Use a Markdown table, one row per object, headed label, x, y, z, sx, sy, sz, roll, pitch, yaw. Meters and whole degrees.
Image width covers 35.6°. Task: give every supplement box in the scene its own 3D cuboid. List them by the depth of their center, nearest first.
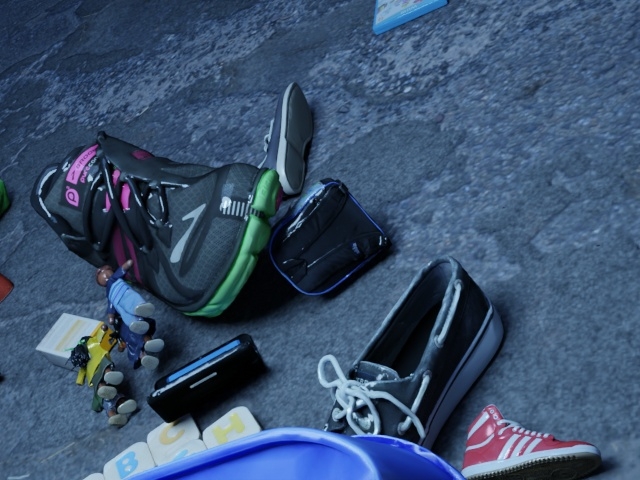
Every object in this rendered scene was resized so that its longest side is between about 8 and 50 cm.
| label | x | y | z | sx | sy | sz | roll | pitch | yaw |
| --- | --- | --- | --- | --- | --- | --- | --- | --- | --- |
| supplement box | -0.313 | 0.133 | 1.284 | 0.098 | 0.036 | 0.062 | 6 | 53 | 46 |

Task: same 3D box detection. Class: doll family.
| label | x | y | z | sx | sy | sz | roll | pitch | yaw |
| --- | --- | --- | --- | --- | --- | --- | --- | --- | --- |
| doll family | -0.239 | 0.113 | 1.150 | 0.193 | 0.076 | 0.111 | -60 | 39 | 9 |

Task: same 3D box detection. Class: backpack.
| label | x | y | z | sx | sy | sz | roll | pitch | yaw |
| --- | --- | --- | --- | --- | --- | --- | --- | --- | --- |
| backpack | 0.000 | 0.000 | 1.107 | 0.114 | 0.105 | 0.084 | -42 | 11 | -3 |

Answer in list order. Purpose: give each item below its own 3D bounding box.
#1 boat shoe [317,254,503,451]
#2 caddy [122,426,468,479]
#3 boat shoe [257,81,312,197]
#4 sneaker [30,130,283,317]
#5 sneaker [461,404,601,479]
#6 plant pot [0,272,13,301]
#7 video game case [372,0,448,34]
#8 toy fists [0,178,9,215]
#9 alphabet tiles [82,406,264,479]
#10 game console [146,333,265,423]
| label | x | y | z | sx | sy | sz | roll | pitch | yaw |
| --- | --- | --- | --- | --- | --- | --- | --- | --- | --- |
| boat shoe | 0.053 | 0.146 | 0.875 | 0.113 | 0.105 | 0.306 | 16 | 60 | 51 |
| caddy | -0.029 | 0.273 | 0.732 | 0.341 | 0.179 | 0.241 | -22 | 62 | 21 |
| boat shoe | -0.056 | -0.137 | 1.344 | 0.064 | 0.075 | 0.206 | -17 | 43 | 23 |
| sneaker | -0.217 | -0.026 | 1.194 | 0.482 | 0.202 | 0.185 | -1 | 66 | 53 |
| sneaker | 0.168 | 0.163 | 0.808 | 0.118 | 0.042 | 0.067 | -18 | 41 | 29 |
| plant pot | -0.686 | 0.068 | 1.521 | 0.267 | 0.236 | 0.267 | 12 | 56 | 49 |
| video game case | 0.139 | -0.383 | 1.516 | 0.119 | 0.015 | 0.166 | -19 | 38 | 24 |
| toy fists | -0.672 | -0.046 | 1.776 | 0.279 | 0.096 | 0.142 | -13 | 50 | 29 |
| alphabet tiles | -0.165 | 0.276 | 0.964 | 0.284 | 0.021 | 0.278 | -35 | 29 | -6 |
| game console | -0.130 | 0.135 | 1.074 | 0.122 | 0.107 | 0.071 | -29 | 61 | -5 |
